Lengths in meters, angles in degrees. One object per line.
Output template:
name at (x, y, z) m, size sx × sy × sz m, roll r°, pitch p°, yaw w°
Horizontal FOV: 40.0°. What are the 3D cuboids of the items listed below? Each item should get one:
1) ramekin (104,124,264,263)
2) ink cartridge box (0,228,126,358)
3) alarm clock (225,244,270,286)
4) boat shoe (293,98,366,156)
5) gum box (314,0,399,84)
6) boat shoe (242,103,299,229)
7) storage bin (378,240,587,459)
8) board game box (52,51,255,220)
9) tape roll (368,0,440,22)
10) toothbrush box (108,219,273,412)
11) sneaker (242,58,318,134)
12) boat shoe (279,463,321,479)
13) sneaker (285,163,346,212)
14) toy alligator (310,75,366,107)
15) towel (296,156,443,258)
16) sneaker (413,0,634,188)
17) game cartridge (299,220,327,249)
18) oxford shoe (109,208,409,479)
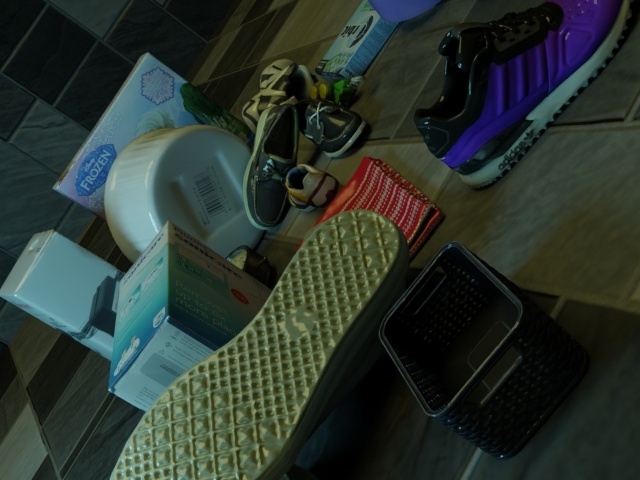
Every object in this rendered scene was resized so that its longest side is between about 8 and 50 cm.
ramekin at (-0.221, -0.070, 1.533) m, size 0.135 × 0.277 × 0.277 m, roll -7°, pitch 51°, yaw 52°
ink cartridge box at (-0.383, 0.119, 1.529) m, size 0.129 × 0.307 × 0.223 m, roll -61°, pitch 22°, yaw -16°
alarm clock at (-0.141, 0.075, 1.424) m, size 0.129 × 0.064 × 0.192 m, roll -60°, pitch 24°, yaw -12°
boat shoe at (0.008, -0.198, 1.494) m, size 0.084 × 0.079 × 0.233 m, roll -53°, pitch 23°, yaw 0°
gum box at (0.077, -0.382, 1.659) m, size 0.184 × 0.041 × 0.157 m, roll -54°, pitch 23°, yaw -1°
boat shoe at (-0.080, -0.132, 1.509) m, size 0.073 × 0.080 × 0.224 m, roll -18°, pitch 61°, yaw 63°
storage bin at (0.139, 0.093, 0.791) m, size 0.122 × 0.084 × 0.180 m, roll -51°, pitch 23°, yaw 8°
board game box at (-0.302, -0.146, 1.734) m, size 0.319 × 0.318 × 0.066 m, roll -60°, pitch 22°, yaw -10°
tape roll at (0.157, -0.474, 1.517) m, size 0.189 × 0.080 × 0.189 m, roll -27°, pitch 40°, yaw 25°
toothbrush box at (-0.150, 0.128, 1.163) m, size 0.126 × 0.216 × 0.295 m, roll -50°, pitch 21°, yaw 11°
sneaker at (-0.055, -0.317, 1.790) m, size 0.153 × 0.094 × 0.235 m, roll -19°, pitch 23°, yaw 33°
boat shoe at (-0.039, 0.304, 0.834) m, size 0.109 × 0.098 × 0.302 m, roll -50°, pitch 22°, yaw 12°
sneaker at (-0.023, -0.089, 1.388) m, size 0.070 × 0.084 × 0.185 m, roll -59°, pitch 22°, yaw -10°
toy alligator at (0.033, -0.258, 1.570) m, size 0.189 × 0.056 × 0.051 m, roll 8°, pitch 107°, yaw 65°
towel at (0.052, -0.005, 1.185) m, size 0.199 × 0.031 × 0.275 m, roll -53°, pitch 22°, yaw 7°
sneaker at (0.216, -0.208, 0.981) m, size 0.293 × 0.146 × 0.102 m, roll -52°, pitch 22°, yaw 8°
game cartridge at (0.000, 0.000, 1.226) m, size 0.083 × 0.017 × 0.056 m, roll -18°, pitch 49°, yaw 57°
oxford shoe at (-0.049, 0.163, 0.954) m, size 0.169 × 0.130 × 0.449 m, roll 30°, pitch 70°, yaw 29°
